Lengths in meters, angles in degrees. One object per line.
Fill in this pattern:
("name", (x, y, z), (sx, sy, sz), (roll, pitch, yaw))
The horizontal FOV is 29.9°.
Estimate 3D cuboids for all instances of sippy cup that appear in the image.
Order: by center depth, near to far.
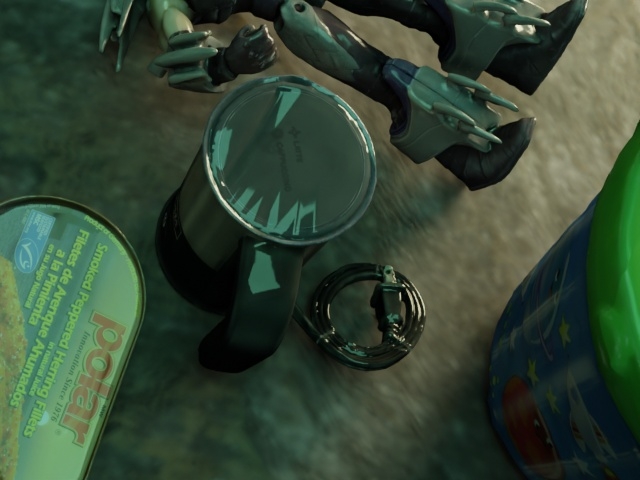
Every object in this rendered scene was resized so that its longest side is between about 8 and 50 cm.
("sippy cup", (0.200, 0.056, 0.604), (0.305, 0.224, 0.240), (-32, 84, -23))

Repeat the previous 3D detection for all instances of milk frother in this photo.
("milk frother", (0.000, 0.000, 0.610), (0.143, 0.135, 0.129), (-6, 75, -19))

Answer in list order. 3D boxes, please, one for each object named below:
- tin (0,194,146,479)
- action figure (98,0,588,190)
("tin", (-0.154, 0.069, 0.595), (0.106, 0.040, 0.189), (20, 68, -6))
("action figure", (-0.004, -0.140, 0.678), (0.285, 0.099, 0.185), (23, 72, -5))
